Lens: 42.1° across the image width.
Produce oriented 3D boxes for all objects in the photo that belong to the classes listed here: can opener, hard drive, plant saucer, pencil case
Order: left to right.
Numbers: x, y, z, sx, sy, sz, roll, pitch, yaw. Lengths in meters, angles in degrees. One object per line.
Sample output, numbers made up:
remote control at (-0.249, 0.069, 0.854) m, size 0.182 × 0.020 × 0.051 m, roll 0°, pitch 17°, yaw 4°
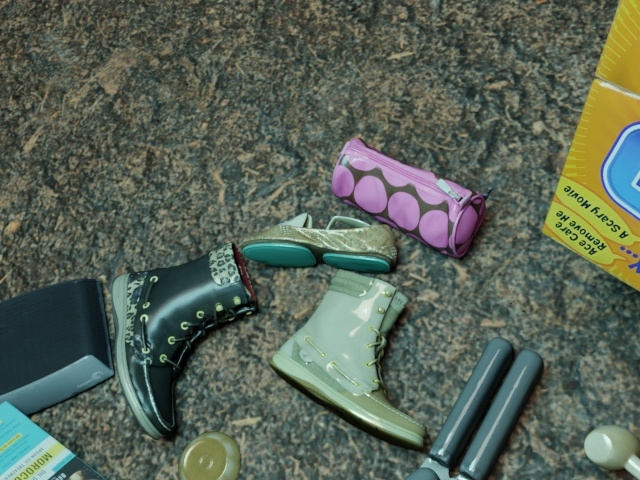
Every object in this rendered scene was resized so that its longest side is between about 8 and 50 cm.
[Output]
hard drive at (-0.418, 0.155, 1.146) m, size 0.255 × 0.054 × 0.172 m, roll -22°, pitch 58°, yaw 6°
plant saucer at (-0.138, 0.271, 1.010) m, size 0.083 × 0.015 × 0.083 m, roll -8°, pitch 60°, yaw 14°
pencil case at (0.108, -0.062, 1.063) m, size 0.209 × 0.098 × 0.095 m, roll 26°, pitch 73°, yaw 29°
can opener at (0.154, 0.227, 0.897) m, size 0.074 × 0.093 × 0.280 m, roll 24°, pitch 67°, yaw 29°

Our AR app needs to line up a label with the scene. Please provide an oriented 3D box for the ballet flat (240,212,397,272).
ballet flat at (0.000, 0.000, 1.084) m, size 0.206 × 0.073 × 0.067 m, roll 6°, pitch 64°, yaw 11°

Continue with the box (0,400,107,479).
box at (-0.344, 0.302, 1.016) m, size 0.244 × 0.060 × 0.100 m, roll 26°, pitch 49°, yaw 29°

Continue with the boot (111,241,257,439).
boot at (-0.168, 0.119, 1.065) m, size 0.179 × 0.085 × 0.236 m, roll -20°, pitch 57°, yaw 4°

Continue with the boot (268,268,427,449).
boot at (0.063, 0.135, 0.984) m, size 0.213 × 0.077 × 0.165 m, roll 27°, pitch 71°, yaw 29°

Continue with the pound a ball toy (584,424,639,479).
pound a ball toy at (0.449, 0.218, 0.793) m, size 0.319 × 0.136 × 0.208 m, roll 37°, pitch 104°, yaw 31°

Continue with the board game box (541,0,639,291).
board game box at (0.486, -0.121, 0.740) m, size 0.356 × 0.356 × 0.356 m, roll -28°, pitch 50°, yaw -36°
